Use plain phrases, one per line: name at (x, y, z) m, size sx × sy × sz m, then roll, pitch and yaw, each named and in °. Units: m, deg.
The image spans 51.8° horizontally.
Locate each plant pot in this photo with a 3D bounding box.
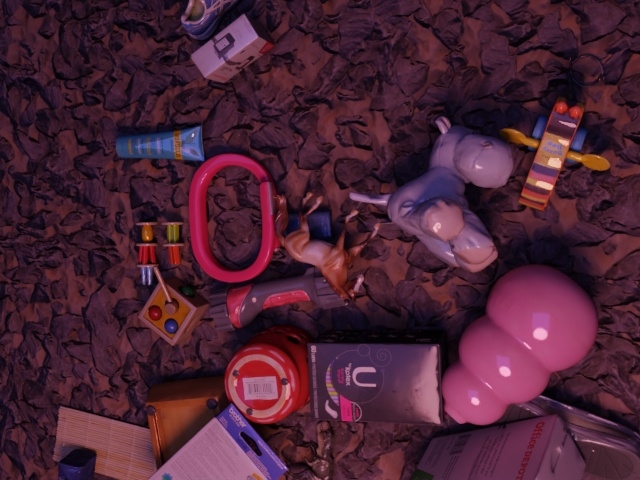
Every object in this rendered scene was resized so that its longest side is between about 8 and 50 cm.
plant pot at (-0.102, 0.286, 1.414) m, size 0.191 × 0.174 × 0.191 m, roll 0°, pitch 91°, yaw 17°

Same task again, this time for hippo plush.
hippo plush at (0.268, -0.094, 1.290) m, size 0.237 × 0.234 × 0.294 m, roll -57°, pitch 35°, yaw -5°

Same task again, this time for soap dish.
soap dish at (-0.274, 0.465, 1.504) m, size 0.228 × 0.118 × 0.291 m, roll -9°, pitch 92°, yaw 17°

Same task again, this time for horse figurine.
horse figurine at (0.000, 0.000, 1.378) m, size 0.263 × 0.066 × 0.175 m, roll 26°, pitch 87°, yaw 19°

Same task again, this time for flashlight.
flashlight at (-0.089, 0.131, 1.441) m, size 0.303 × 0.103 × 0.103 m, roll -10°, pitch 53°, yaw 13°

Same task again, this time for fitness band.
fitness band at (-0.195, -0.051, 1.485) m, size 0.208 × 0.054 × 0.291 m, roll -2°, pitch 92°, yaw 20°

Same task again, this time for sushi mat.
sushi mat at (-0.522, 0.516, 1.635) m, size 0.316 × 0.019 × 0.152 m, roll 9°, pitch 95°, yaw 16°

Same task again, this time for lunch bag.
lunch bag at (-0.592, 0.559, 1.596) m, size 0.067 × 0.098 × 0.065 m, roll 10°, pitch 99°, yaw 10°

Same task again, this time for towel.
towel at (-0.031, -0.030, 1.445) m, size 0.119 × 0.029 × 0.067 m, roll -4°, pitch 90°, yaw 18°

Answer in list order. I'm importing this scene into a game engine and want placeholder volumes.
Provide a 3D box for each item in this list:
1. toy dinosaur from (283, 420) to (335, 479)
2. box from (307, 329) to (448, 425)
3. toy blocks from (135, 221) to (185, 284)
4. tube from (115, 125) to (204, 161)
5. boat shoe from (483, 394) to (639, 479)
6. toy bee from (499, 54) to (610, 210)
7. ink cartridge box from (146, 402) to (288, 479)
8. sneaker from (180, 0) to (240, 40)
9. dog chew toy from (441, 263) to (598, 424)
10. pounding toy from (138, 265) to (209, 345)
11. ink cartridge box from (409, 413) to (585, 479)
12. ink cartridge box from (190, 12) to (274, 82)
toy dinosaur at (-0.020, 0.538, 1.464) m, size 0.118 × 0.064 × 0.268 m, roll -2°, pitch 96°, yaw 10°
box at (0.122, 0.276, 1.358) m, size 0.270 × 0.143 × 0.165 m, roll -3°, pitch 93°, yaw 17°
toy blocks at (-0.374, 0.030, 1.540) m, size 0.123 × 0.054 × 0.148 m, roll 0°, pitch 94°, yaw 17°
tube at (-0.369, -0.221, 1.530) m, size 0.207 × 0.052 × 0.080 m, roll -1°, pitch 104°, yaw 11°
boat shoe at (0.462, 0.364, 1.294) m, size 0.320 × 0.103 × 0.118 m, roll 16°, pitch 120°, yaw 21°
toy bee at (0.433, -0.203, 1.226) m, size 0.195 × 0.162 × 0.299 m, roll -1°, pitch 93°, yaw 19°
ink cartridge box at (-0.221, 0.497, 1.396) m, size 0.311 × 0.065 × 0.186 m, roll -45°, pitch 82°, yaw 18°
sneaker at (-0.230, -0.538, 1.446) m, size 0.080 × 0.081 × 0.211 m, roll 37°, pitch 101°, yaw 13°
dog chew toy at (0.355, 0.205, 1.230) m, size 0.206 × 0.206 × 0.332 m, roll 43°, pitch 90°, yaw 10°
pounding toy at (-0.343, 0.145, 1.513) m, size 0.130 × 0.100 × 0.141 m, roll 36°, pitch 103°, yaw 11°
ink cartridge box at (0.317, 0.453, 1.223) m, size 0.289 × 0.211 × 0.122 m, roll -26°, pitch 98°, yaw 38°
ink cartridge box at (-0.190, -0.412, 1.427) m, size 0.150 × 0.109 × 0.063 m, roll -32°, pitch 88°, yaw 16°
